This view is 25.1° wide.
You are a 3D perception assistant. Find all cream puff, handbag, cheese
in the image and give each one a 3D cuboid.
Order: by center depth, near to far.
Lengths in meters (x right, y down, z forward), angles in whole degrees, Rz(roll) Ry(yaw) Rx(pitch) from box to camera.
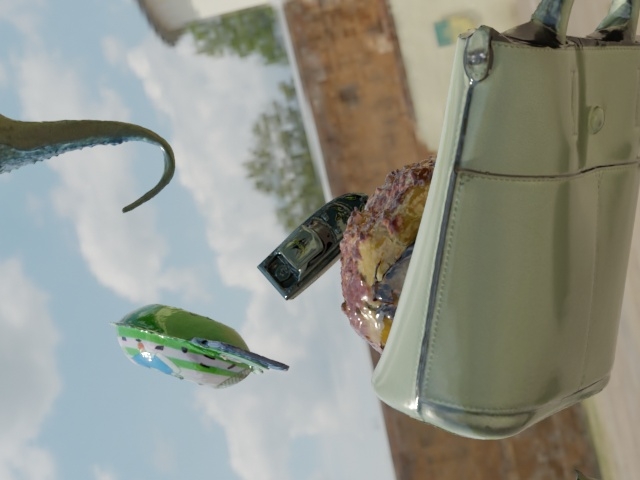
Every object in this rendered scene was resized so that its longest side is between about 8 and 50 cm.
[{"bbox_3d":[0.129,-0.049,0.874,0.241,0.109,0.315,-13,-67,-57],"label":"handbag"},{"bbox_3d":[0.123,0.016,1.383,0.240,0.240,0.164,68,175,-52],"label":"cream puff"},{"bbox_3d":[-0.147,0.134,1.753,0.320,0.204,0.083,1,71,62],"label":"cheese"}]

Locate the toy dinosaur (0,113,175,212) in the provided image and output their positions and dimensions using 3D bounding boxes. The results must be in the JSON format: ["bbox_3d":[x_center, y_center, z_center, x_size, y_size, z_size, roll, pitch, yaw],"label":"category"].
[{"bbox_3d":[-0.298,-0.082,1.095,0.076,0.363,0.147,-99,3,-52],"label":"toy dinosaur"}]

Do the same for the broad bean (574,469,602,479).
[{"bbox_3d":[0.378,0.278,1.396,0.043,0.297,0.060,120,168,-53],"label":"broad bean"}]

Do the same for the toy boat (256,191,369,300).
[{"bbox_3d":[0.000,0.000,1.548,0.055,0.141,0.060,48,-179,21],"label":"toy boat"}]
